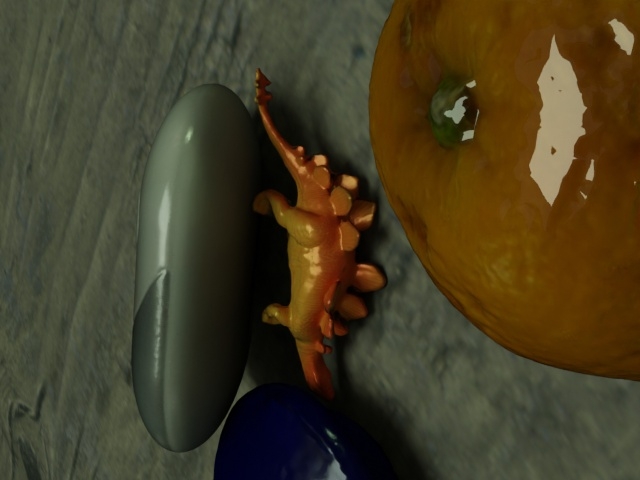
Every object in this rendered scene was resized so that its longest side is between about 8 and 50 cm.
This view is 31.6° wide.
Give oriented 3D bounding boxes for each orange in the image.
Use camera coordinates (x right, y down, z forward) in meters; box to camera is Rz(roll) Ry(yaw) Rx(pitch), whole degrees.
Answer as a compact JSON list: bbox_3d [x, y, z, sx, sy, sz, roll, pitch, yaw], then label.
[{"bbox_3d":[0.150,-0.063,0.530,0.261,0.261,0.261,19,113,54],"label":"orange"}]

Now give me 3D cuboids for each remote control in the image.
[{"bbox_3d":[-0.108,0.026,1.007,0.221,0.103,0.332,-57,-29,-75],"label":"remote control"}]

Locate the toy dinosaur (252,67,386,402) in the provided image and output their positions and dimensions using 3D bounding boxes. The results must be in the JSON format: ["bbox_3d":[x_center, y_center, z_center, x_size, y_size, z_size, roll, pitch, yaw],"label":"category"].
[{"bbox_3d":[0.000,0.000,0.933,0.117,0.070,0.288,7,107,46],"label":"toy dinosaur"}]

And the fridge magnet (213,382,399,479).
[{"bbox_3d":[-0.011,0.250,0.963,0.265,0.112,0.265,18,112,54],"label":"fridge magnet"}]
